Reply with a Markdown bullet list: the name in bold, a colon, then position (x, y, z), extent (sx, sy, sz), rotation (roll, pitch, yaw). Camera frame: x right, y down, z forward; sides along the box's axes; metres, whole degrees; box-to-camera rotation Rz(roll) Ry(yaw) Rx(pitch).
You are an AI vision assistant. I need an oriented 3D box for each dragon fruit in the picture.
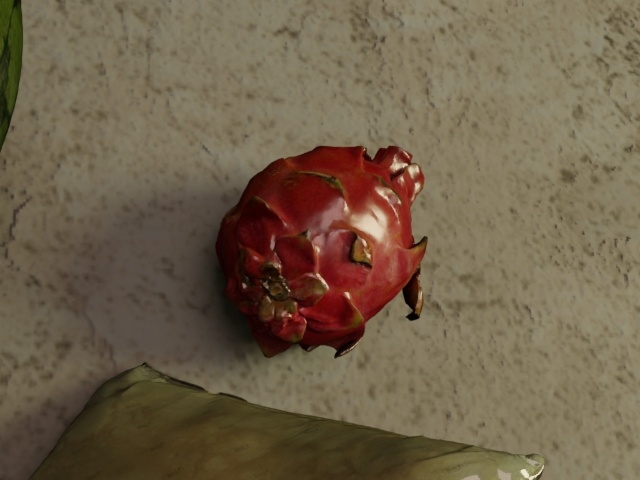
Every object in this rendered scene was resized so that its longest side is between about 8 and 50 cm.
- **dragon fruit**: position (0.000, 0.000, 0.820), extent (0.166, 0.133, 0.136), rotation (-49, 133, -29)

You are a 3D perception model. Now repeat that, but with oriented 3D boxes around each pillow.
- **pillow**: position (-0.052, 0.154, 0.670), extent (0.185, 0.303, 0.075), rotation (-55, 135, -33)

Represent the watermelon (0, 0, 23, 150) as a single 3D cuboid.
- **watermelon**: position (-0.314, -0.103, 0.611), extent (0.363, 0.363, 0.363), rotation (8, 65, -18)
